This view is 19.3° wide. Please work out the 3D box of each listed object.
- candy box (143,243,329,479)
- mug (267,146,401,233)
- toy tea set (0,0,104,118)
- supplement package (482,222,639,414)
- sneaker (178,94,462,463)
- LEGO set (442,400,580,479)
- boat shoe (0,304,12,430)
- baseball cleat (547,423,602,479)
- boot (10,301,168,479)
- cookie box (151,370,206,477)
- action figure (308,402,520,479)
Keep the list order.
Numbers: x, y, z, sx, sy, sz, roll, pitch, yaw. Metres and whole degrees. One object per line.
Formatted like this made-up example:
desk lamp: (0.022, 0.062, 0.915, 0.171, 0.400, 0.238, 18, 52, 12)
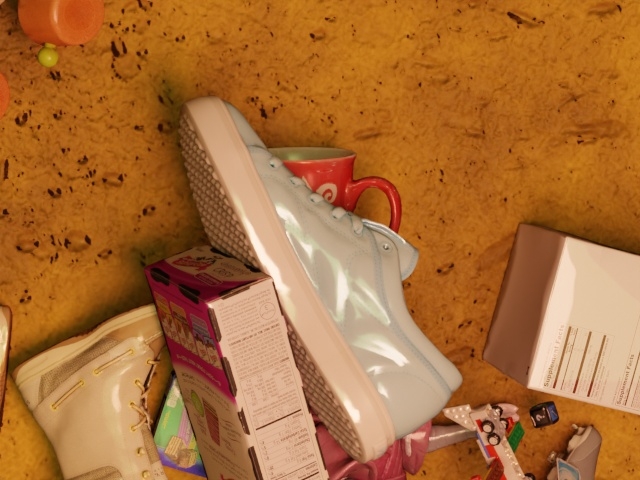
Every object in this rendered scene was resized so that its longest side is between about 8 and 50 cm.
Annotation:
candy box: (-0.073, 0.133, 1.713, 0.071, 0.159, 0.233, -21, 110, -21)
mug: (-0.008, 0.001, 1.814, 0.113, 0.150, 0.169, -9, 103, -46)
toy tea set: (-0.284, -0.255, 1.756, 0.336, 0.124, 0.200, -46, 125, -21)
supplement package: (0.290, 0.082, 1.829, 0.203, 0.194, 0.149, 14, 93, -9)
sneaker: (0.002, 0.014, 1.727, 0.150, 0.135, 0.366, -29, 90, -20)
LEGO set: (0.191, 0.257, 1.781, 0.060, 0.182, 0.244, -17, 60, 30)
boat shoe: (-0.335, 0.145, 1.824, 0.059, 0.063, 0.170, 7, 85, -5)
baseball cleat: (0.252, 0.288, 1.879, 0.109, 0.072, 0.206, 30, 69, 6)
boot: (-0.173, 0.154, 1.806, 0.213, 0.077, 0.165, -26, 81, 9)
cookie box: (-0.109, 0.188, 1.864, 0.107, 0.040, 0.091, 17, 92, -9)
action figure: (0.037, 0.262, 1.848, 0.276, 0.248, 0.370, -4, 91, 27)
